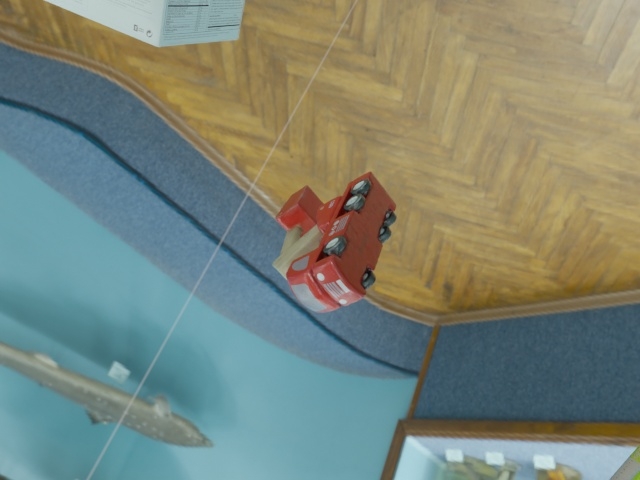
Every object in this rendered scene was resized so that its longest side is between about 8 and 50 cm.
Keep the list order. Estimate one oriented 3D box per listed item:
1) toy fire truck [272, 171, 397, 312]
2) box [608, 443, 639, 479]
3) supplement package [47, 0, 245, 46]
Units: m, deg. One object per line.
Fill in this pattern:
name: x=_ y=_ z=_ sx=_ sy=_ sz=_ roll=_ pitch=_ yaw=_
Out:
toy fire truck: x=0.000 y=0.000 z=0.581 sx=0.135 sy=0.192 sz=0.047 roll=-27 pitch=113 yaw=34
box: x=0.177 y=0.175 z=0.313 sx=0.109 sy=0.178 sz=0.042 roll=41 pitch=-178 yaw=20
supplement package: x=-0.185 y=-0.337 z=0.670 sx=0.194 sy=0.149 sz=0.203 roll=26 pitch=119 yaw=18
